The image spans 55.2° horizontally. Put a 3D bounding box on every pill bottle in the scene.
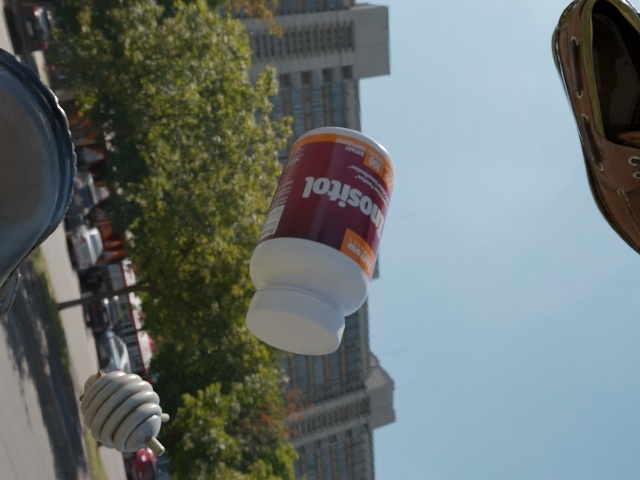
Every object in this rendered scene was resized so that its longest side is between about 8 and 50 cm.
[{"bbox_3d":[0.000,0.000,0.439,0.086,0.086,0.152,113,-6,-59],"label":"pill bottle"}]

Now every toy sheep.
[{"bbox_3d":[-0.223,0.198,0.700,0.132,0.091,0.091,32,-40,20],"label":"toy sheep"}]

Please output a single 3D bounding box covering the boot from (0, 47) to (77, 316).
[{"bbox_3d":[-0.329,0.022,0.483,0.118,0.223,0.338,33,-57,2],"label":"boot"}]

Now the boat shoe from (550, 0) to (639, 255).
[{"bbox_3d":[0.313,-0.095,0.601,0.307,0.110,0.104,61,15,-1],"label":"boat shoe"}]
